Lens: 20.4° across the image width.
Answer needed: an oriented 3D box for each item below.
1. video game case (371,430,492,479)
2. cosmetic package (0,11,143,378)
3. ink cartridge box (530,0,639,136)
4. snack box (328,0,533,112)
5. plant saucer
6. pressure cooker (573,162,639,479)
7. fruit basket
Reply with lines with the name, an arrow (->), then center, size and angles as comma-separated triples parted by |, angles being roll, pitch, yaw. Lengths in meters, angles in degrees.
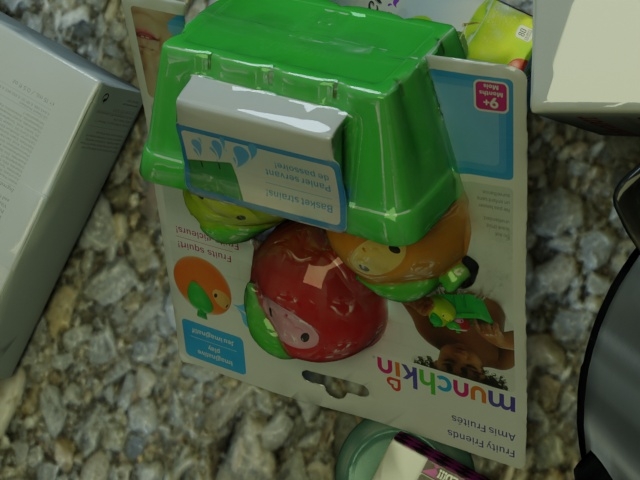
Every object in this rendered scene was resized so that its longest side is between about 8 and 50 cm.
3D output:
video game case -> 0.114, 0.293, 1.379 | 0.232, 0.042, 0.210 | 28, 101, 12
cosmetic package -> -0.376, -0.090, 1.559 | 0.377, 0.097, 0.284 | 30, 97, 19
ink cartridge box -> 0.319, -0.137, 1.231 | 0.308, 0.223, 0.129 | 3, 90, 21
snack box -> 0.061, -0.131, 1.410 | 0.207, 0.070, 0.174 | 28, 99, 21
plant saucer -> 0.064, 0.193, 1.425 | 0.119, 0.021, 0.119 | -1, 88, 21
pressure cooker -> 0.357, 0.125, 1.104 | 0.376, 0.420, 0.369 | 6, 97, -5
fruit basket -> 0.000, 0.000, 1.329 | 0.327, 0.165, 0.353 | 16, 124, 26
